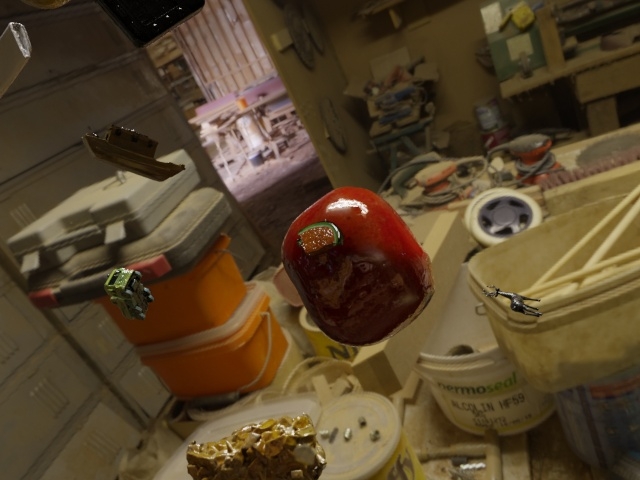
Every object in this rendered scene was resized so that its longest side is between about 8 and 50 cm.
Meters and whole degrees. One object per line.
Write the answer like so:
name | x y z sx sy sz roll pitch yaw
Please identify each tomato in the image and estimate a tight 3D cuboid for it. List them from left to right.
tomato | 0.078 0.055 1.079 0.293 0.325 0.290 -33 -14 26

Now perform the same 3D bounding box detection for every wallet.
wallet | -0.479 -0.272 0.777 0.122 0.061 0.025 -25 -8 34

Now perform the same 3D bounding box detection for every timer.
timer | -0.335 -0.472 0.995 0.187 0.144 0.055 -49 16 -29

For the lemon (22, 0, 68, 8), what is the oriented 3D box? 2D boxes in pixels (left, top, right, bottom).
lemon | -0.632 -0.604 1.115 0.170 0.207 0.170 -56 1 2

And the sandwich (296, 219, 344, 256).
sandwich | -0.002 -0.002 0.901 0.101 0.026 0.069 -17 44 28

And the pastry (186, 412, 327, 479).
pastry | -0.097 0.376 0.838 0.250 0.154 0.102 -18 5 11

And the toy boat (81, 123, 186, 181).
toy boat | -0.365 -0.174 1.010 0.057 0.200 0.077 4 77 54

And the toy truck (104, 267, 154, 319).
toy truck | -0.526 0.147 1.381 0.100 0.169 0.077 7 51 9

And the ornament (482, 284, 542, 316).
ornament | 0.409 0.128 1.093 0.125 0.028 0.073 19 25 14
